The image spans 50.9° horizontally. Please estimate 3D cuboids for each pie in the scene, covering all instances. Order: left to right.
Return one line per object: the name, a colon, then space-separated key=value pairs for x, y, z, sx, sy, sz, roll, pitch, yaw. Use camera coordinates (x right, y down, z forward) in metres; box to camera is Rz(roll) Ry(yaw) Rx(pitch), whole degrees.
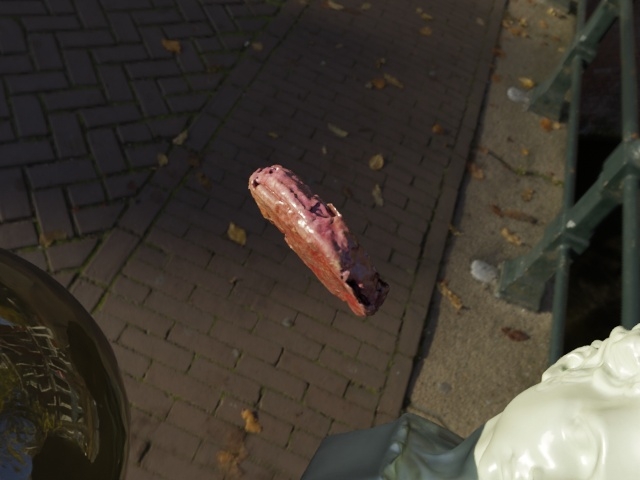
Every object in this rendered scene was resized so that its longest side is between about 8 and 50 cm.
pie: x=0.000 y=0.000 z=0.527 sx=0.038 sy=0.153 sz=0.153 roll=-42 pitch=73 yaw=-7

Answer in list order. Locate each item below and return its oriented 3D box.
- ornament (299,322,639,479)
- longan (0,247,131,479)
ornament: x=0.115 y=0.137 z=0.394 sx=0.120 sy=0.285 sz=0.130 roll=55 pitch=39 yaw=-5
longan: x=-0.217 y=0.095 z=0.325 sx=0.248 sy=0.248 sz=0.248 roll=8 pitch=54 yaw=-11
